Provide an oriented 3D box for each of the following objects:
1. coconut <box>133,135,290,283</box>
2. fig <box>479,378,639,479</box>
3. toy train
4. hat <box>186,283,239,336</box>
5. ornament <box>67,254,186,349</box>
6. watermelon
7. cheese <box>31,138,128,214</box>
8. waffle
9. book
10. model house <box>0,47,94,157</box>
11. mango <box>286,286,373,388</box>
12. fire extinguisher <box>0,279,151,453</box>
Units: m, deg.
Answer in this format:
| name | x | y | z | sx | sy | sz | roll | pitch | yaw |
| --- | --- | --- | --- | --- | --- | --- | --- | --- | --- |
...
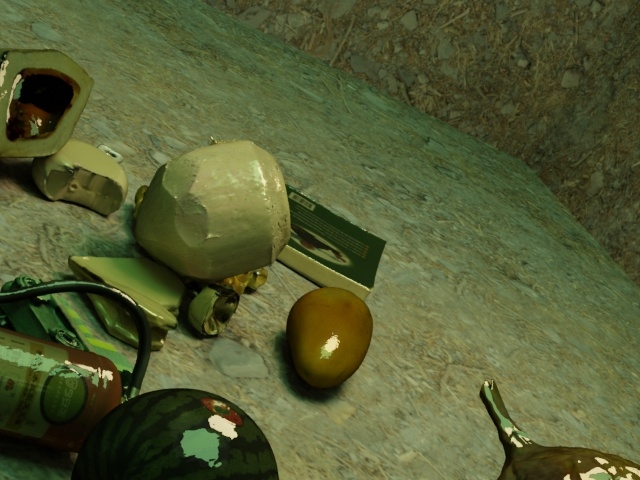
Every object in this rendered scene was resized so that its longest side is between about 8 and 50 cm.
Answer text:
| name | x | y | z | sx | sy | sz | roll | pitch | yaw |
| --- | --- | --- | --- | --- | --- | --- | --- | --- | --- |
| coconut | -0.165 | -0.041 | 1.807 | 0.234 | 0.224 | 0.224 | -3 | 28 | -11 |
| fig | 0.303 | 0.329 | 1.529 | 0.286 | 0.286 | 0.369 | 15 | 45 | -42 |
| toy train | -0.323 | 0.123 | 1.478 | 0.132 | 0.083 | 0.200 | 28 | 15 | -48 |
| hat | -0.167 | 0.099 | 1.784 | 0.059 | 0.076 | 0.077 | 23 | 8 | 23 |
| ornament | -0.281 | 0.069 | 1.715 | 0.180 | 0.059 | 0.201 | 30 | 15 | -8 |
| watermelon | -0.148 | 0.251 | 1.212 | 0.212 | 0.212 | 0.212 | 28 | 19 | -11 |
| cheese | -0.399 | -0.127 | 1.995 | 0.163 | 0.071 | 0.249 | 25 | 20 | -22 |
| waffle | -0.211 | -0.003 | 1.993 | 0.280 | 0.060 | 0.262 | 43 | 19 | 21 |
| book | 0.000 | 0.000 | 2.365 | 0.260 | 0.043 | 0.371 | 30 | 17 | 0 |
| model house | -0.522 | -0.207 | 1.892 | 0.239 | 0.173 | 0.268 | -4 | 1 | 27 |
| mango | 0.008 | 0.151 | 1.877 | 0.138 | 0.113 | 0.253 | 35 | 25 | -2 |
| fire extinguisher | -0.320 | 0.127 | 1.297 | 0.376 | 0.200 | 0.113 | 22 | 0 | -27 |
